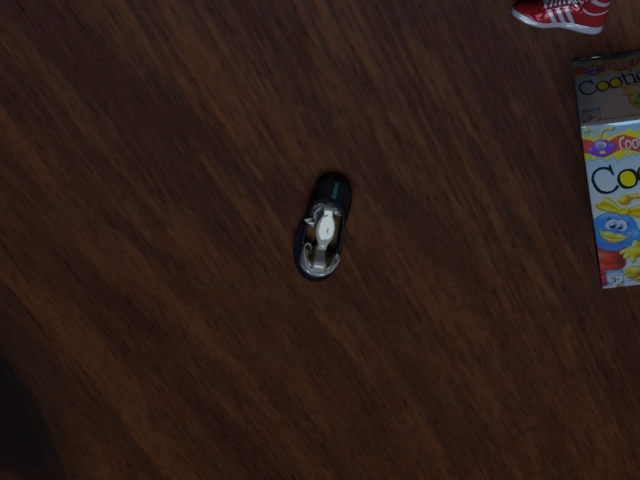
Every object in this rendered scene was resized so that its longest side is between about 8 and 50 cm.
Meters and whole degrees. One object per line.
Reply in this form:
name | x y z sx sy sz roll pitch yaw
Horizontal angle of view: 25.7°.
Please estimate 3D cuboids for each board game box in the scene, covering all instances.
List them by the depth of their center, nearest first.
board game box | 0.410 -0.090 1.793 0.144 0.142 0.275 -8 131 12

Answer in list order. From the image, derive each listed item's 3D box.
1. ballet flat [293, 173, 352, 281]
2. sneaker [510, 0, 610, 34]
ballet flat | 0.000 0.000 1.961 0.074 0.074 0.203 10 132 -4
sneaker | 0.293 -0.289 1.692 0.118 0.042 0.067 6 137 -10
